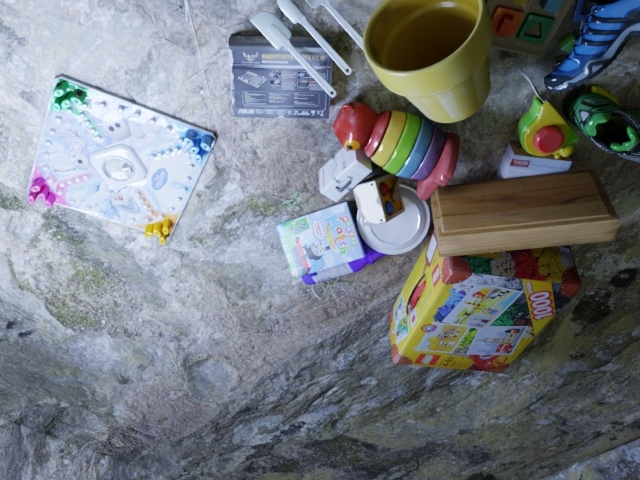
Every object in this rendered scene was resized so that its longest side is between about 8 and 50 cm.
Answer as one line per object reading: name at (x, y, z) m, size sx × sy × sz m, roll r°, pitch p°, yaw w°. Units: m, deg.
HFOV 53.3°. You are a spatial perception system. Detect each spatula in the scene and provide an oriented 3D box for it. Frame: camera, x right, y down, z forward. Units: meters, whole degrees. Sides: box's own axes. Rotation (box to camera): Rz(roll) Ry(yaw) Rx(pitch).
spatula at (-0.006, -0.439, 1.357) m, size 0.168 × 0.019 × 0.242 m, roll -43°, pitch 106°, yaw 11°

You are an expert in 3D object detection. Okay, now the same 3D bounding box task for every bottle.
bottle at (0.071, 0.041, 1.826) m, size 0.283 × 0.092 × 0.118 m, roll -18°, pitch 136°, yaw 13°

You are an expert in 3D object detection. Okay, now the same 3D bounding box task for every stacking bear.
stacking bear at (0.169, -0.237, 1.525) m, size 0.289 × 0.164 × 0.175 m, roll 22°, pitch 161°, yaw -8°

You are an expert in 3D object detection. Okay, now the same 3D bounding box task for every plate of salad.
plate of salad at (0.199, -0.060, 1.740) m, size 0.200 × 0.048 × 0.199 m, roll 0°, pitch 103°, yaw 0°

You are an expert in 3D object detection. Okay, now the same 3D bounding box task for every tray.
tray at (0.487, -0.072, 1.572) m, size 0.412 × 0.202 × 0.076 m, roll -5°, pitch 132°, yaw 7°

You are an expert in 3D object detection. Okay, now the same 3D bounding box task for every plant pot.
plant pot at (0.251, -0.382, 1.345) m, size 0.254 × 0.253 × 0.239 m, roll -24°, pitch 146°, yaw 19°

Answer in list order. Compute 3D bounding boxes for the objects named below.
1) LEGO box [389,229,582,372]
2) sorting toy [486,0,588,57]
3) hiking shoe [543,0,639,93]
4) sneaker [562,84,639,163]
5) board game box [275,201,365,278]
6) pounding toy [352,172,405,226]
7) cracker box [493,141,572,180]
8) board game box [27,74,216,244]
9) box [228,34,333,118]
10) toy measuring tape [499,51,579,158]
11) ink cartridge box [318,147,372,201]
LEGO box at (0.452, 0.178, 1.865) m, size 0.373 × 0.193 × 0.500 m, roll 6°, pitch 141°, yaw -9°
sorting toy at (0.443, -0.492, 1.366) m, size 0.348 × 0.047 × 0.195 m, roll 8°, pitch 133°, yaw -10°
hiking shoe at (0.593, -0.446, 1.359) m, size 0.132 × 0.113 × 0.304 m, roll 46°, pitch 120°, yaw -8°
sneaker at (0.746, -0.246, 1.549) m, size 0.344 × 0.146 × 0.134 m, roll 17°, pitch 130°, yaw -19°
board game box at (0.000, 0.000, 1.759) m, size 0.212 × 0.039 × 0.160 m, roll -18°, pitch 90°, yaw 13°
pounding toy at (0.167, -0.123, 1.641) m, size 0.100 × 0.141 × 0.130 m, roll -10°, pitch 102°, yaw 37°
cracker box at (0.541, -0.144, 1.688) m, size 0.156 × 0.067 × 0.232 m, roll 6°, pitch 134°, yaw -5°
board game box at (-0.515, -0.180, 1.617) m, size 0.390 × 0.050 × 0.389 m, roll 19°, pitch 130°, yaw -20°
box at (-0.090, -0.369, 1.452) m, size 0.231 × 0.056 × 0.183 m, roll 0°, pitch 132°, yaw -3°
toy measuring tape at (0.494, -0.297, 1.514) m, size 0.121 × 0.121 × 0.330 m, roll -36°, pitch 122°, yaw 28°
ink cartridge box at (0.061, -0.177, 1.613) m, size 0.056 × 0.099 × 0.135 m, roll 31°, pitch 126°, yaw -29°
